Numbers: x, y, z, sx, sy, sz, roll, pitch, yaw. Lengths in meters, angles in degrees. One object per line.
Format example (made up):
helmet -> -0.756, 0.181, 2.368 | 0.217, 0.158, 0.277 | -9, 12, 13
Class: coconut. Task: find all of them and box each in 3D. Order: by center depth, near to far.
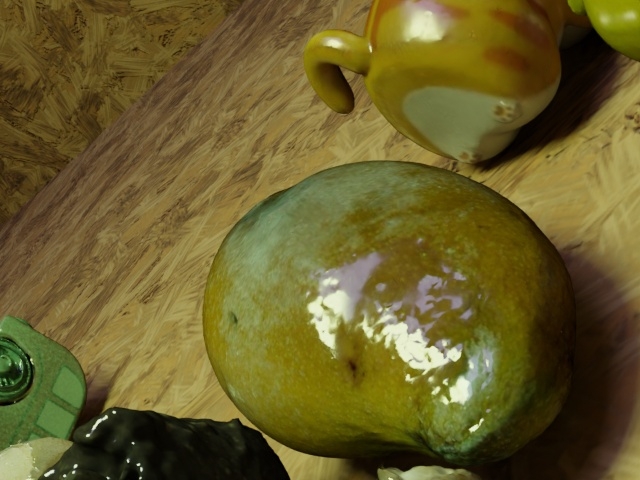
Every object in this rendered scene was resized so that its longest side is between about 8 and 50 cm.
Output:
coconut -> -0.248, 0.226, 0.940 | 0.124, 0.110, 0.110 | -26, 28, 37

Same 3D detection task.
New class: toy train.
toy train -> -0.343, 0.220, 1.100 | 0.129, 0.159, 0.326 | -37, 25, 38

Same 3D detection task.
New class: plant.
plant -> -0.100, 0.167, 0.601 | 0.132, 0.129, 0.194 | -49, -19, 22

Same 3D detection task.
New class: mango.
mango -> 0.035, 0.041, 0.631 | 0.193, 0.146, 0.316 | -49, 23, -11

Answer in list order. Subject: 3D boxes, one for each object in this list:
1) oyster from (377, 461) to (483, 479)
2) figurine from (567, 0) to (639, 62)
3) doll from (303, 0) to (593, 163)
oyster -> -0.031, 0.225, 0.529 | 0.294, 0.094, 0.166 | -46, -3, 37
figurine -> 0.240, -0.114, 0.467 | 0.327, 0.218, 0.169 | -103, 16, -60
doll -> 0.139, -0.182, 0.832 | 0.269, 0.162, 0.166 | -45, 1, -25
